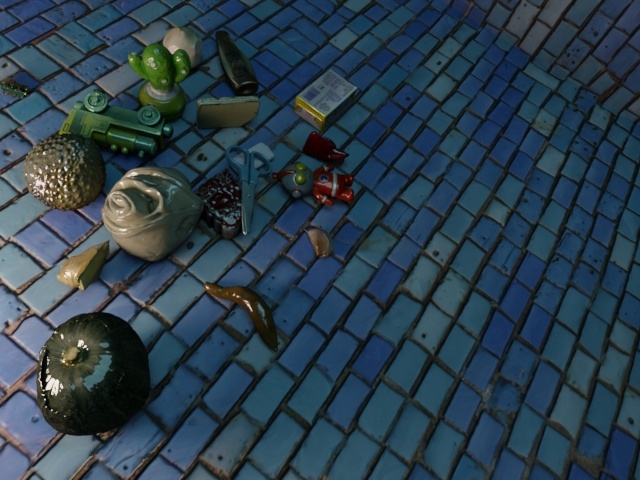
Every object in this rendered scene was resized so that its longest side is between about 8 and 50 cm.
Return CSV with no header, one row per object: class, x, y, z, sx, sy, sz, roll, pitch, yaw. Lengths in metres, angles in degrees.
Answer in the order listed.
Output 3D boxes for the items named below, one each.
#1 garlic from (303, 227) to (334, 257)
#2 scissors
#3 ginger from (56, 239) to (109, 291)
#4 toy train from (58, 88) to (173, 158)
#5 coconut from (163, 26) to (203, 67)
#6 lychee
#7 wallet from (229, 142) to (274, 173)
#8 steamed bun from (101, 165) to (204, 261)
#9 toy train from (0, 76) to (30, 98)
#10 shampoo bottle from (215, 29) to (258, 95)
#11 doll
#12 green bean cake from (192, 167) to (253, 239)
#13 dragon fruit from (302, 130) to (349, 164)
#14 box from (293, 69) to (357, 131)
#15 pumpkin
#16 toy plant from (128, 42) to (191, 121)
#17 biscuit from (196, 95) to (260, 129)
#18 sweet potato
garlic,0.003,-0.004,1.873,0.084,0.066,0.152,-16,69,-20
scissors,-0.268,-0.190,1.823,0.193,0.029,0.447,18,44,-25
ginger,-0.770,0.070,1.609,0.123,0.115,0.193,12,46,10
toy train,-0.756,-0.416,1.865,0.369,0.150,0.237,13,67,-8
coconut,-0.587,-0.836,2.117,0.171,0.183,0.170,5,64,-11
lychee,-0.860,-0.234,1.672,0.255,0.274,0.255,32,37,-29
wallet,-0.278,-0.331,2.004,0.190,0.033,0.095,-38,78,-28
steamed bun,-0.579,-0.118,1.665,0.324,0.219,0.310,-40,72,-11
toy train,-1.177,-0.588,1.904,0.103,0.044,0.064,16,48,-5
shampoo bottle,-0.386,-0.802,2.212,0.126,0.084,0.350,-15,66,-20
doll,-0.029,-0.239,1.975,0.337,0.105,0.199,9,60,-11
green bean cake,-0.352,-0.135,1.834,0.233,0.097,0.198,43,60,12
dragon fruit,0.035,-0.403,2.083,0.192,0.122,0.092,24,43,2
box,0.023,-0.632,2.215,0.168,0.097,0.265,36,59,7
pumpkin,-0.641,0.366,1.386,0.292,0.257,0.327,-26,62,-12
toy plant,-0.620,-0.629,1.910,0.224,0.316,0.184,7,57,-13
biscuit,-0.379,-0.527,2.017,0.252,0.150,0.052,-9,65,-19
sweet potato,-0.245,0.224,1.673,0.346,0.079,0.108,39,71,12
